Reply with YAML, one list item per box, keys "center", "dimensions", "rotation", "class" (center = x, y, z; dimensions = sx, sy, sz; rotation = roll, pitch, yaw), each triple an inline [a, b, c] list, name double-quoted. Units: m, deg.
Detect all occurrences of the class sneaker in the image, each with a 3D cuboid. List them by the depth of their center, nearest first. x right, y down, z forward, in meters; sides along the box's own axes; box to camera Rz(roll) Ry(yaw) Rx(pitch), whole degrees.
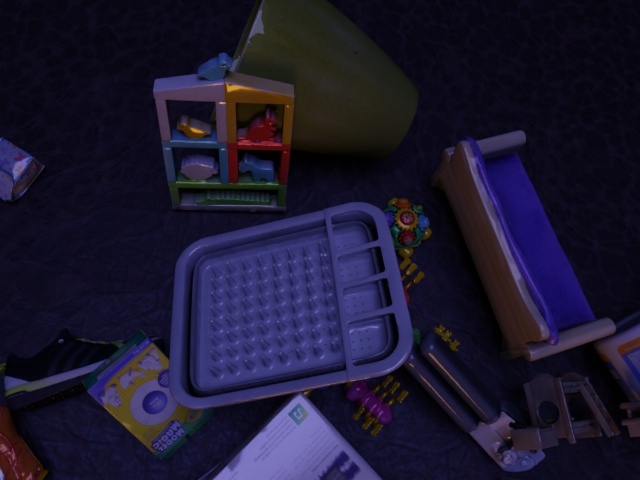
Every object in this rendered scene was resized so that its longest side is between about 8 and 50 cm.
- center: [-0.420, 0.313, 0.806]
  dimensions: [0.068, 0.064, 0.175]
  rotation: [-13, 77, -32]
  class: "sneaker"
- center: [-0.351, 0.167, 0.843]
  dimensions: [0.235, 0.084, 0.097]
  rotation: [-18, 72, -13]
  class: "sneaker"

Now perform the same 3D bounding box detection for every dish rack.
- center: [-0.046, 0.096, 0.836]
  dimensions: [0.333, 0.072, 0.285]
  rotation: [-12, 53, 6]
  class: "dish rack"

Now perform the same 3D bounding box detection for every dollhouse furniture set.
- center: [0.381, 0.233, 0.826]
  dimensions: [0.182, 0.161, 0.101]
  rotation: [12, 64, -45]
  class: "dollhouse furniture set"

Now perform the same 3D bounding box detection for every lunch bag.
- center: [-0.507, -0.112, 0.938]
  dimensions: [0.071, 0.053, 0.083]
  rotation: [32, 80, 6]
  class: "lunch bag"

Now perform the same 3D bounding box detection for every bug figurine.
- center: [0.077, 0.166, 0.901]
  dimensions: [0.279, 0.072, 0.216]
  rotation: [-40, 86, -22]
  class: "bug figurine"

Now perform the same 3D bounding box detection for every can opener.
- center: [0.230, 0.243, 0.868]
  dimensions: [0.280, 0.074, 0.093]
  rotation: [45, 31, -13]
  class: "can opener"

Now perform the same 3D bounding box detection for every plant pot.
- center: [0.003, -0.256, 0.958]
  dimensions: [0.294, 0.275, 0.274]
  rotation: [21, 69, -16]
  class: "plant pot"

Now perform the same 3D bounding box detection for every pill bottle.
- center: [0.566, 0.238, 0.892]
  dimensions: [0.152, 0.152, 0.271]
  rotation: [-28, 77, -15]
  class: "pill bottle"

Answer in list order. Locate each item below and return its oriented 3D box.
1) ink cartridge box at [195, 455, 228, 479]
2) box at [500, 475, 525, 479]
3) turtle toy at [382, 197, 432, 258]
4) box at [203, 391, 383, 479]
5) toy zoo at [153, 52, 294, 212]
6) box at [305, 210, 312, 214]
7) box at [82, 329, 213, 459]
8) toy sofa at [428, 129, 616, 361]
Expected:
- center: [-0.196, 0.455, 0.776]
  dimensions: [0.371, 0.069, 0.175]
  rotation: [-34, 79, -14]
  class: "ink cartridge box"
- center: [0.318, 0.398, 0.833]
  dimensions: [0.101, 0.102, 0.087]
  rotation: [15, 72, -1]
  class: "box"
- center: [0.129, -0.018, 0.972]
  dimensions: [0.095, 0.066, 0.130]
  rotation: [43, 72, 9]
  class: "turtle toy"
- center: [-0.004, 0.394, 0.757]
  dimensions: [0.232, 0.058, 0.322]
  rotation: [-42, 86, -16]
  class: "box"
- center: [-0.140, -0.148, 0.869]
  dimensions: [0.193, 0.293, 0.030]
  rotation: [1, 53, -7]
  class: "toy zoo"
- center: [0.000, 0.000, 0.953]
  dimensions: [0.083, 0.062, 0.052]
  rotation: [29, 72, 3]
  class: "box"
- center: [-0.232, 0.226, 0.816]
  dimensions: [0.105, 0.043, 0.179]
  rotation: [-43, 119, -17]
  class: "box"
- center: [0.322, 0.001, 0.932]
  dimensions: [0.150, 0.177, 0.362]
  rotation: [-15, 73, -11]
  class: "toy sofa"
